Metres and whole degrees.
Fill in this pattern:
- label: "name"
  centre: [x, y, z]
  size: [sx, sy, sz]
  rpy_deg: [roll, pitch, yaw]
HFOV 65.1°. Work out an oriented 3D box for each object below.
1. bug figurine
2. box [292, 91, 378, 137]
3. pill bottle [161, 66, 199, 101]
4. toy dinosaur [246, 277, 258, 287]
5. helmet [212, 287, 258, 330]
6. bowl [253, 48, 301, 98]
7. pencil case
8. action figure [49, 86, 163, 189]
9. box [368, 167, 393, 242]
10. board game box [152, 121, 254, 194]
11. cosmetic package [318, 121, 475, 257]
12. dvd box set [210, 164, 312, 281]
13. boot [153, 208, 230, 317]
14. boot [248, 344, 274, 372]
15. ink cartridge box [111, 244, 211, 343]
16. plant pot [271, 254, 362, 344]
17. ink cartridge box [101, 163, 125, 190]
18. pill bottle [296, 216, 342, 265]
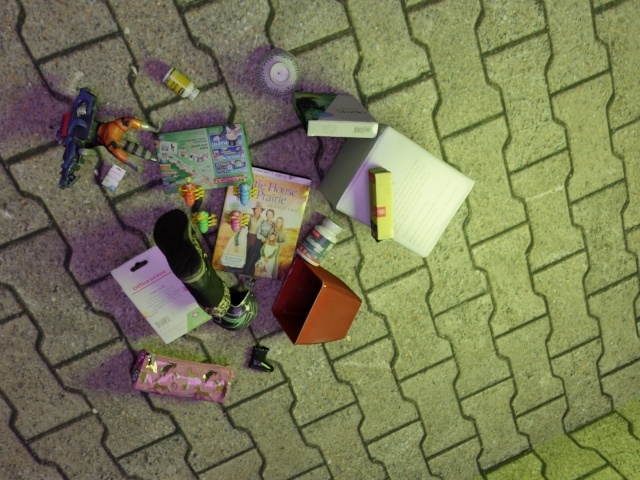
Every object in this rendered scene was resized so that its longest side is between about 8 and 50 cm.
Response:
- label: "bug figurine"
  centre: [-0.361, -0.122, 1.769]
  size: [0.279, 0.072, 0.216]
  rpy_deg: [-1, 123, -3]
- label: "box"
  centre: [0.040, -0.434, 1.711]
  size: [0.233, 0.322, 0.058]
  rpy_deg: [-1, 121, -13]
- label: "pill bottle"
  centre: [-0.472, -0.527, 1.700]
  size: [0.116, 0.065, 0.065]
  rpy_deg: [35, 97, -21]
- label: "toy dinosaur"
  centre: [-0.263, 0.169, 1.967]
  size: [0.090, 0.082, 0.047]
  rpy_deg: [-1, 82, 24]
- label: "helmet"
  centre: [-0.325, 0.268, 1.943]
  size: [0.162, 0.169, 0.169]
  rpy_deg: [11, 105, -1]
- label: "bowl"
  centre: [-0.145, -0.582, 1.751]
  size: [0.170, 0.080, 0.170]
  rpy_deg: [-4, 109, -11]
- label: "pencil case"
  centre: [-0.542, 0.540, 1.985]
  size: [0.386, 0.167, 0.160]
  rpy_deg: [16, 68, -18]
- label: "action figure"
  centre: [-0.726, -0.301, 1.648]
  size: [0.331, 0.178, 0.341]
  rpy_deg: [16, 81, 0]
- label: "box"
  centre: [0.197, -0.114, 1.628]
  size: [0.058, 0.087, 0.232]
  rpy_deg: [-7, 112, -8]
- label: "board game box"
  centre: [-0.408, -0.288, 1.764]
  size: [0.318, 0.046, 0.213]
  rpy_deg: [-7, 106, 1]
- label: "cosmetic package"
  centre: [0.261, -0.203, 1.834]
  size: [0.394, 0.329, 0.327]
  rpy_deg: [28, 101, -19]
- label: "dvd box set"
  centre: [-0.228, -0.066, 1.908]
  size: [0.308, 0.062, 0.420]
  rpy_deg: [11, 105, -16]
- label: "boot"
  centre: [-0.453, 0.082, 1.793]
  size: [0.138, 0.377, 0.284]
  rpy_deg: [-32, 137, -9]
- label: "boot"
  centre: [-0.239, 0.494, 2.100]
  size: [0.121, 0.045, 0.099]
  rpy_deg: [17, 100, -17]
- label: "ink cartridge box"
  centre: [-0.589, 0.185, 1.875]
  size: [0.207, 0.119, 0.353]
  rpy_deg: [-30, 113, -2]
- label: "plant pot"
  centre: [-0.001, 0.250, 1.975]
  size: [0.236, 0.267, 0.267]
  rpy_deg: [18, 103, -31]
- label: "ink cartridge box"
  centre: [-0.723, -0.224, 1.760]
  size: [0.048, 0.028, 0.083]
  rpy_deg: [32, 98, -21]
- label: "pill bottle"
  centre: [0.000, 0.000, 1.958]
  size: [0.108, 0.108, 0.180]
  rpy_deg: [35, 97, -21]
